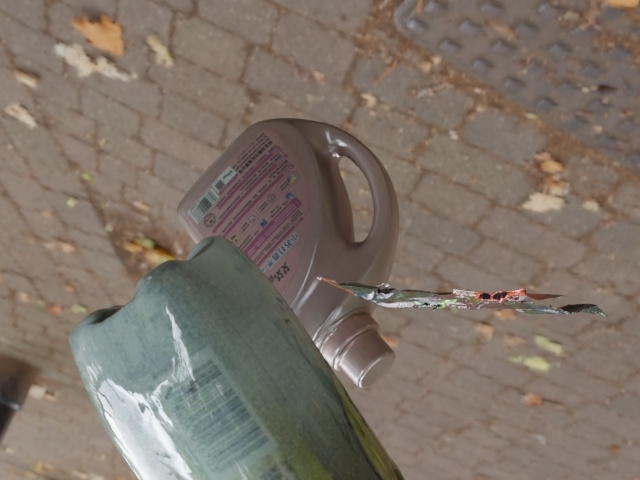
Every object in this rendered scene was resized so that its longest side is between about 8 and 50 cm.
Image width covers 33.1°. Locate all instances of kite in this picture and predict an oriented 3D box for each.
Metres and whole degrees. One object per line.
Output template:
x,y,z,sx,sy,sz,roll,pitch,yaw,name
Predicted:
0.077,0.037,0.664,0.232,0.009,0.189,6,173,-30,kite

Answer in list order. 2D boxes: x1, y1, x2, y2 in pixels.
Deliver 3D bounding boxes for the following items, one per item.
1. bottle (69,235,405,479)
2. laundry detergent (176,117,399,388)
0.008,0.127,0.402,0.269,0.083,0.083,56,149,-2,bottle
0.000,0.000,0.921,0.237,0.171,0.076,45,-173,28,laundry detergent
